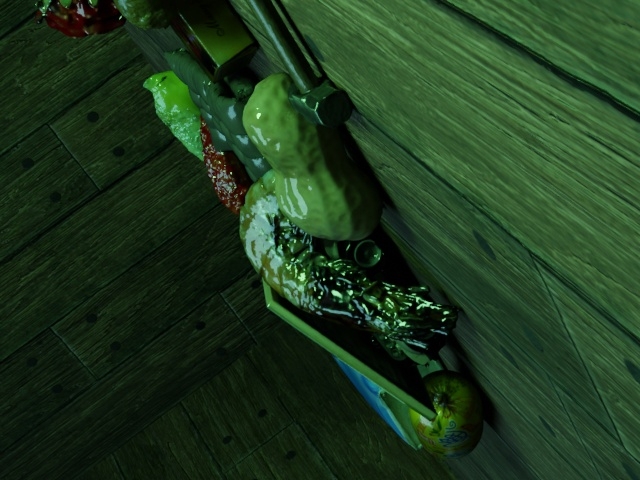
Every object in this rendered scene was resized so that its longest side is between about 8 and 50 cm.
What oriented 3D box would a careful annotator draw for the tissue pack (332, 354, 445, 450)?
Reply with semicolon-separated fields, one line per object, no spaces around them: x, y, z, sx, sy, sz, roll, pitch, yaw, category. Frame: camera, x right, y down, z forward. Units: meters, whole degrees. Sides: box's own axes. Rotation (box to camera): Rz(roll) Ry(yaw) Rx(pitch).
0.132;0.241;2.278;0.263;0.146;0.198;47;172;51;tissue pack

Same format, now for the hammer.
-0.080;-0.281;1.316;0.365;0.043;0.111;57;174;-25;hammer

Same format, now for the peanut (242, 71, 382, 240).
-0.015;-0.094;1.516;0.257;0.123;0.123;54;175;-32;peanut

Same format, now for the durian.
-0.227;-0.244;2.313;0.101;0.139;0.250;39;167;48;durian

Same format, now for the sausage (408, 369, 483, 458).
0.216;0.299;2.041;0.123;0.123;0.347;52;176;19;sausage

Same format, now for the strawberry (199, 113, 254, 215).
-0.171;-0.143;2.243;0.228;0.098;0.174;49;-146;-18;strawberry

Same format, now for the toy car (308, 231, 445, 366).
0.080;0.073;1.832;0.301;0.118;0.193;54;172;-21;toy car

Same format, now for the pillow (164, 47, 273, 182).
-0.134;-0.204;1.994;0.326;0.101;0.228;43;168;54;pillow

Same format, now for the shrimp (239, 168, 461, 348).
0.033;0.017;1.661;0.365;0.071;0.233;20;123;31;shrimp

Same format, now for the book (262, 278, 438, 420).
0.038;0.144;1.872;0.322;0.018;0.228;36;-168;-16;book

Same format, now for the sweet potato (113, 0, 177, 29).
-0.217;-0.363;1.495;0.124;0.098;0.310;60;159;10;sweet potato

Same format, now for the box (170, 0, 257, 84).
-0.170;-0.313;1.741;0.159;0.071;0.240;56;175;-6;box

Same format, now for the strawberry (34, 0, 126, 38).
-0.300;-0.402;1.683;0.150;0.253;0.280;14;-176;-8;strawberry
